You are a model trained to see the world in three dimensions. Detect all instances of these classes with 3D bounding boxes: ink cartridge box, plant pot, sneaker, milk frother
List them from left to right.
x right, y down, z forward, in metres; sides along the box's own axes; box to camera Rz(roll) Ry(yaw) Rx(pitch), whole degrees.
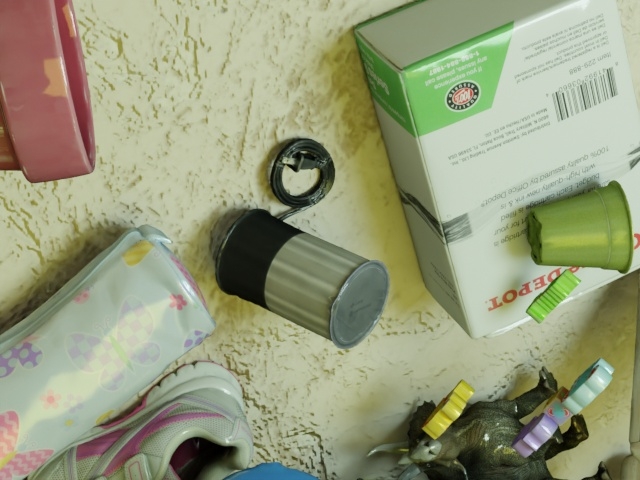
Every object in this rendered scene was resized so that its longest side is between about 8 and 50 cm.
[{"bbox_3d":[-0.279,-0.134,1.484,0.180,0.201,0.201,-11,119,-1],"label":"plant pot"},{"bbox_3d":[-0.167,0.216,1.736,0.252,0.111,0.103,-38,123,-3],"label":"sneaker"},{"bbox_3d":[0.000,0.000,1.692,0.129,0.135,0.143,-25,130,-48],"label":"milk frother"},{"bbox_3d":[0.174,-0.086,1.736,0.211,0.121,0.289,-23,121,-12],"label":"ink cartridge box"},{"bbox_3d":[0.224,-0.007,1.683,0.079,0.083,0.083,-6,117,-9],"label":"plant pot"}]

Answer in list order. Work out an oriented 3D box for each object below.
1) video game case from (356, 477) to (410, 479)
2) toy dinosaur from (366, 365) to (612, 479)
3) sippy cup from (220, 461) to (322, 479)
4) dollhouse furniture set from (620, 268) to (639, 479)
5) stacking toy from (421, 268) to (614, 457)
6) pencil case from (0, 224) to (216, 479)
[{"bbox_3d":[0.123,0.336,1.896,0.248,0.035,0.275,3,132,-16],"label":"video game case"},{"bbox_3d":[0.189,0.226,1.913,0.160,0.121,0.313,-27,136,21],"label":"toy dinosaur"},{"bbox_3d":[-0.062,0.317,1.650,0.240,0.305,0.224,21,131,-11],"label":"sippy cup"},{"bbox_3d":[0.466,0.189,1.904,0.362,0.256,0.394,-16,135,31],"label":"dollhouse furniture set"},{"bbox_3d":[0.216,0.151,1.722,0.167,0.052,0.221,40,125,1],"label":"stacking toy"},{"bbox_3d":[-0.224,0.103,1.658,0.273,0.113,0.124,-35,103,-5],"label":"pencil case"}]
